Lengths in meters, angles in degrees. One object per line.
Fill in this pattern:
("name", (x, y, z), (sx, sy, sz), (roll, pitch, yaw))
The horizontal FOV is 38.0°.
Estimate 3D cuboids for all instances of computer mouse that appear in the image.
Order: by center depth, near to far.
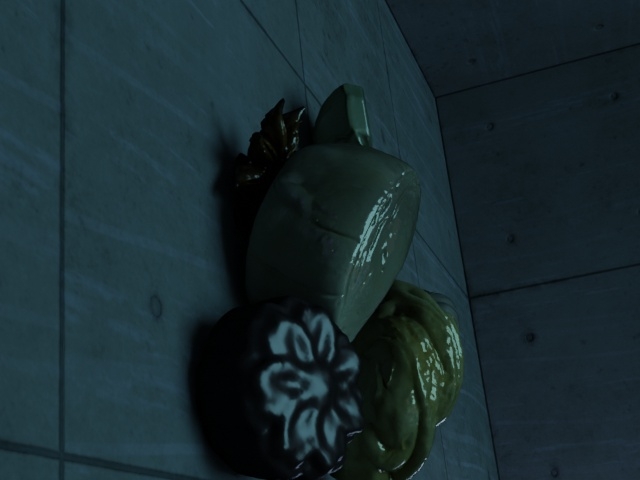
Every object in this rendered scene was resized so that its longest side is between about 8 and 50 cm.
("computer mouse", (0.059, -0.192, 2.192), (0.429, 0.145, 0.228), (75, 4, -55))

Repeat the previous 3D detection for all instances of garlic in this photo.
("garlic", (0.269, 0.246, 2.601), (0.257, 0.207, 0.207), (-58, 146, -16))

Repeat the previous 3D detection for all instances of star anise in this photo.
("star anise", (-0.111, -0.137, 1.657), (0.272, 0.102, 0.272), (19, 90, -73))

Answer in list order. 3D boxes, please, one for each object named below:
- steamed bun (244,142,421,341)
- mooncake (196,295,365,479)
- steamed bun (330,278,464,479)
("steamed bun", (0.026, -0.029, 1.600), (0.383, 0.247, 0.236), (-59, 154, -31))
("mooncake", (-0.049, 0.222, 1.389), (0.283, 0.141, 0.283), (19, 66, -49))
("steamed bun", (0.134, 0.272, 1.756), (0.230, 0.325, 0.372), (23, 45, -27))
